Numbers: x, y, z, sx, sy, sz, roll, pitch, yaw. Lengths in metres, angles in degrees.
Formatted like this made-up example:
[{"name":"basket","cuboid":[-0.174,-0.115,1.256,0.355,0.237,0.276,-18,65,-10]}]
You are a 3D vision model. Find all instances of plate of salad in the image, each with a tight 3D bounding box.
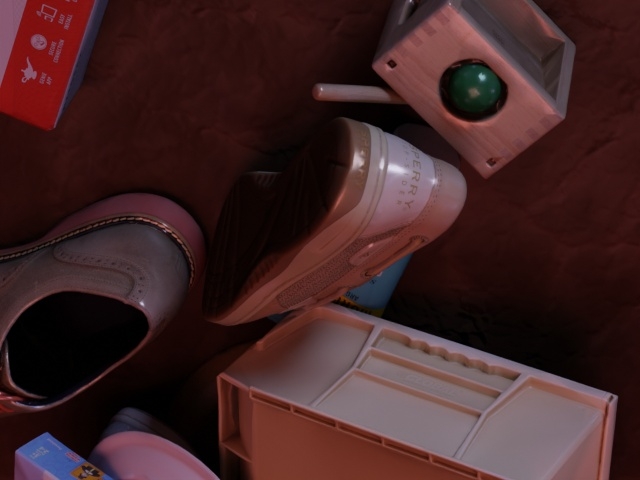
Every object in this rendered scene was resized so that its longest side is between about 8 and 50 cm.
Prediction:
[{"name":"plate of salad","cuboid":[-0.101,0.228,1.470,0.199,0.048,0.200,21,125,34]}]

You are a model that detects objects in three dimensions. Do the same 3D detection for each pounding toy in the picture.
[{"name":"pounding toy","cuboid":[0.084,-0.113,1.302,0.130,0.141,0.100,43,120,-15]}]

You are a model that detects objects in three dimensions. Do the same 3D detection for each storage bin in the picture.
[{"name":"storage bin","cuboid":[0.062,0.209,1.441,0.260,0.123,0.262,18,126,26]}]

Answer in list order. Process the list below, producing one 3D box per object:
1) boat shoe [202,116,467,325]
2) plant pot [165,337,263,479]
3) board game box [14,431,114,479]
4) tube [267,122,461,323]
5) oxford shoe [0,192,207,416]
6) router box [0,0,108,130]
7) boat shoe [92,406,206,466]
[{"name":"boat shoe","cuboid":[0.000,0.000,1.359,0.098,0.109,0.302,14,159,-19]},{"name":"plant pot","cuboid":[-0.012,0.181,1.569,0.236,0.032,0.236,5,123,8]},{"name":"board game box","cuboid":[-0.143,0.259,1.463,0.211,0.039,0.160,30,130,30]},{"name":"tube","cuboid":[0.035,0.006,1.446,0.080,0.052,0.207,33,128,4]},{"name":"oxford shoe","cuboid":[-0.248,0.080,1.494,0.348,0.130,0.123,-30,111,26]},{"name":"router box","cuboid":[-0.261,-0.275,1.307,0.301,0.082,0.335,21,123,-2]},{"name":"boat shoe","cuboid":[-0.146,0.280,1.595,0.118,0.103,0.320,24,129,26]}]
